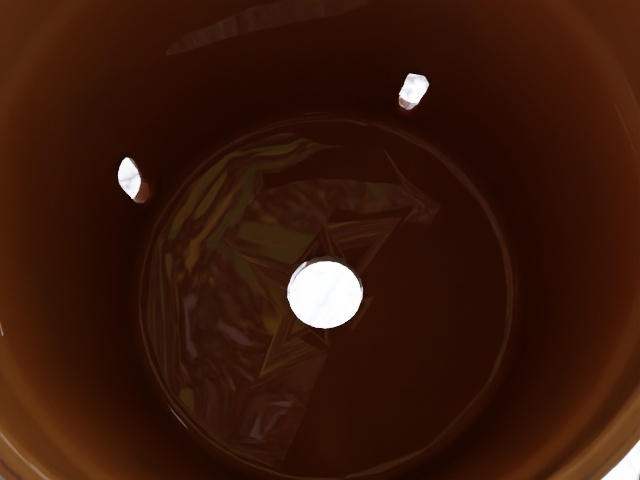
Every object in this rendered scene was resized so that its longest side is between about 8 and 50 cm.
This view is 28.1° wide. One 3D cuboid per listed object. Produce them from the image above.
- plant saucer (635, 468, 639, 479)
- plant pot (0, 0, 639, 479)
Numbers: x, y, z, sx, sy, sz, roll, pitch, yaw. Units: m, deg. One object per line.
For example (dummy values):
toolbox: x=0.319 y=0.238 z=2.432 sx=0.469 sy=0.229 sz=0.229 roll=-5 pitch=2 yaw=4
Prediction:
plant saucer: x=0.384 y=0.148 z=0.942 sx=0.259 sy=0.258 sz=0.047 roll=18 pitch=-35 yaw=19
plant pot: x=0.000 y=0.000 z=0.530 sx=0.291 sy=0.291 sz=0.203 roll=54 pitch=-7 yaw=16
